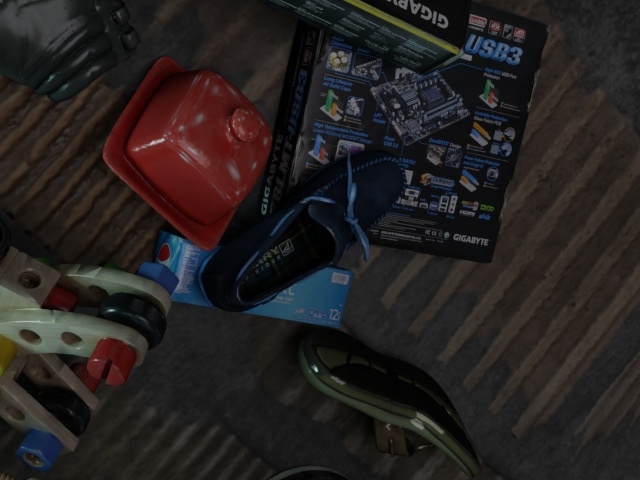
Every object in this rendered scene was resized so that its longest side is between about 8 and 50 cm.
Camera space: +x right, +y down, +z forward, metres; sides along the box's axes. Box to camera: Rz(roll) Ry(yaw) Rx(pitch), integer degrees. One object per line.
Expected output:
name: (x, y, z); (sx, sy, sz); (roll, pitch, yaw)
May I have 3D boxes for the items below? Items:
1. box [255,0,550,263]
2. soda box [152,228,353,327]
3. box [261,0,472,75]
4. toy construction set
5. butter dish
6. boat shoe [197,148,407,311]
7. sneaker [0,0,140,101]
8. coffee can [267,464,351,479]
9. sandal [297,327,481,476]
box: (0.098, -0.137, 1.218); (0.296, 0.073, 0.293); (8, 96, -29)
soda box: (-0.075, 0.042, 1.163); (0.210, 0.071, 0.067); (13, 93, -30)
box: (0.014, -0.343, 1.066); (0.322, 0.079, 0.257); (20, 67, -27)
toy construction set: (-0.296, 0.104, 0.943); (0.237, 0.257, 0.309); (30, 72, -13)
butter dish: (-0.107, -0.099, 1.065); (0.160, 0.118, 0.160); (44, 48, -27)
boat shoe: (0.000, 0.000, 1.105); (0.258, 0.089, 0.109); (-42, 114, -18)
sneaker: (-0.209, -0.259, 1.009); (0.147, 0.104, 0.295); (40, 87, -31)
coffee can: (0.036, 0.393, 1.185); (0.202, 0.275, 0.201); (-7, 104, -28)
sandal: (0.077, 0.199, 1.275); (0.303, 0.120, 0.086); (33, 113, -29)
